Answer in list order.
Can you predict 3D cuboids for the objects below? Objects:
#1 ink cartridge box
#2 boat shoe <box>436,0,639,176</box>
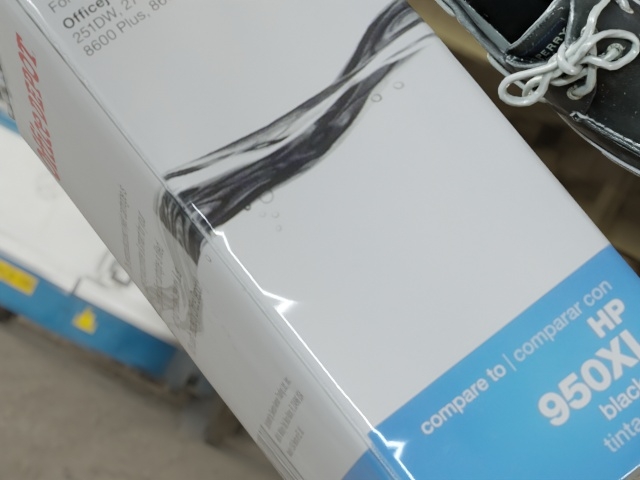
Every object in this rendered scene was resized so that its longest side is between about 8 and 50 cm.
[{"bbox_3d":[0.000,0.000,0.973,0.395,0.166,0.285,51,-13,8],"label":"ink cartridge box"},{"bbox_3d":[0.167,-0.137,1.198,0.306,0.113,0.105,48,30,4],"label":"boat shoe"}]
